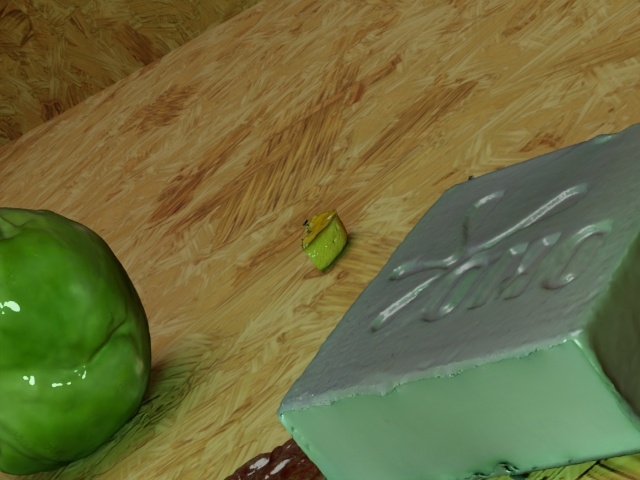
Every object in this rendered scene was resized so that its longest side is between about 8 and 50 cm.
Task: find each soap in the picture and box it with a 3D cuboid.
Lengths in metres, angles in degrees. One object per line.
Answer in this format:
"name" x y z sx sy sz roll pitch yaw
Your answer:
"soap" 0.154 0.042 1.117 0.296 0.107 0.285 -19 23 46

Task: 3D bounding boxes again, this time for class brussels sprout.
"brussels sprout" -0.308 0.105 1.626 0.316 0.274 0.242 -30 41 40

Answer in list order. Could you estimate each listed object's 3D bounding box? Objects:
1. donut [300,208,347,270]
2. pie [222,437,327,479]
"donut" 0.000 0.000 1.655 0.067 0.038 0.083 -47 14 -20
"pie" -0.044 0.205 1.213 0.153 0.038 0.153 -36 14 10
